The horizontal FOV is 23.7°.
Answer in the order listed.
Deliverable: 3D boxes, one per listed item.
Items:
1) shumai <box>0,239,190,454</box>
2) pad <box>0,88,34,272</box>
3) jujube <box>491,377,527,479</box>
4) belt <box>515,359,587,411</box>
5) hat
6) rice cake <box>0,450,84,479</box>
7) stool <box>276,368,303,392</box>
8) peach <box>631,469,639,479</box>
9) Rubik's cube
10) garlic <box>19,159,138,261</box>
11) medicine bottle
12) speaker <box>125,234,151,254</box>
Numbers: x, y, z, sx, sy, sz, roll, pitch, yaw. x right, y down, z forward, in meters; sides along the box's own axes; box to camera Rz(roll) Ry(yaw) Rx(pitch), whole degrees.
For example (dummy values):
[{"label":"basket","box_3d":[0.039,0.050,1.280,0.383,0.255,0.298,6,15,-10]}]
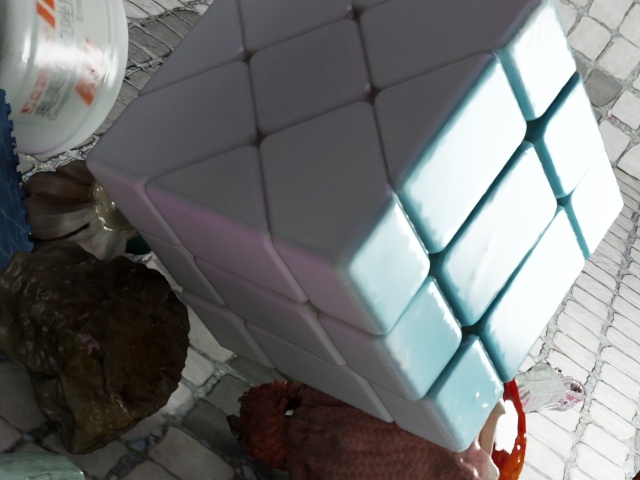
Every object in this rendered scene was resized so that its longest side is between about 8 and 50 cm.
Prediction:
[{"label":"shumai","box_3d":[-0.238,0.103,1.420,0.185,0.184,0.218,1,28,16]},{"label":"pad","box_3d":[-0.401,-0.056,1.508,0.269,0.012,0.270,6,64,-47]},{"label":"jujube","box_3d":[0.133,0.176,1.653,0.190,0.190,0.255,27,41,-13]},{"label":"belt","box_3d":[0.272,0.200,2.013,0.071,0.053,0.232,44,24,29]},{"label":"hat","box_3d":[0.044,0.199,1.503,0.286,0.237,0.107,6,-3,24]},{"label":"rice cake","box_3d":[-0.294,0.199,1.233,0.045,0.042,0.245,33,18,37]},{"label":"stool","box_3d":[0.000,0.000,1.759,0.269,0.243,0.170,41,37,22]},{"label":"peach","box_3d":[0.457,0.330,1.729,0.252,0.252,0.252,28,21,-12]},{"label":"Rubik's cube","box_3d":[0.043,-0.052,1.396,0.319,0.322,0.316,21,-26,37]},{"label":"garlic","box_3d":[-0.291,-0.031,1.675,0.194,0.127,0.131,15,-11,34]},{"label":"medicine bottle","box_3d":[-0.409,-0.234,1.726,0.325,0.256,0.256,6,33,-49]},{"label":"speaker","box_3d":[-0.234,-0.026,1.788,0.075,0.060,0.094,15,27,-41]}]
